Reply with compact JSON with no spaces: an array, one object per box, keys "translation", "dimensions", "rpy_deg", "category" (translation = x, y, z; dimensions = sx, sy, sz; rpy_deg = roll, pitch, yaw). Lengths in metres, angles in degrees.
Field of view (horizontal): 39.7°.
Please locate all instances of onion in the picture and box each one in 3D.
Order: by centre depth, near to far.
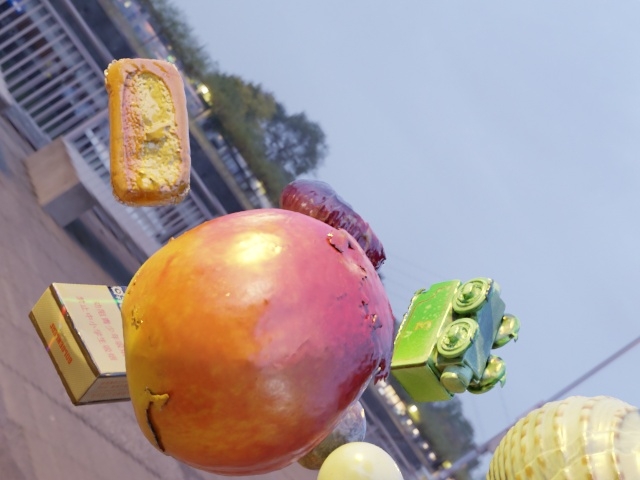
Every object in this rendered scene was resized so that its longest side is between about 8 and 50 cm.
[{"translation":[0.000,0.000,1.564],"dimensions":[0.230,0.163,0.230],"rpy_deg":[53,-6,7],"category":"onion"}]

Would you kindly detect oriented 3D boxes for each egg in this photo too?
[{"translation":[0.085,0.531,1.798],"dimensions":[0.183,0.183,0.264],"rpy_deg":[-128,-155,-62],"category":"egg"}]

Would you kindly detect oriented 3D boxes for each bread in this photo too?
[{"translation":[-0.326,-0.197,1.680],"dimensions":[0.119,0.153,0.288],"rpy_deg":[114,-28,-73],"category":"bread"}]

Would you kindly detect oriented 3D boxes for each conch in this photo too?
[{"translation":[0.372,0.355,1.262],"dimensions":[0.215,0.319,0.302],"rpy_deg":[52,28,-53],"category":"conch"}]

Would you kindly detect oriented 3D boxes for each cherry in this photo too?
[{"translation":[-0.002,0.404,1.933],"dimensions":[0.195,0.195,0.195],"rpy_deg":[56,-2,3],"category":"cherry"}]

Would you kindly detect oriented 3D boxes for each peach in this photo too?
[{"translation":[-0.079,0.130,1.170],"dimensions":[0.370,0.370,0.370],"rpy_deg":[56,-2,3],"category":"peach"}]

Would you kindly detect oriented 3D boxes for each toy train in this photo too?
[{"translation":[0.237,0.173,1.574],"dimensions":[0.188,0.243,0.132],"rpy_deg":[-12,-55,41],"category":"toy train"}]

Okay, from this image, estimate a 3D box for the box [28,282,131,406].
[{"translation":[-0.316,0.172,1.511],"dimensions":[0.310,0.084,0.198],"rpy_deg":[8,38,-53],"category":"box"}]
